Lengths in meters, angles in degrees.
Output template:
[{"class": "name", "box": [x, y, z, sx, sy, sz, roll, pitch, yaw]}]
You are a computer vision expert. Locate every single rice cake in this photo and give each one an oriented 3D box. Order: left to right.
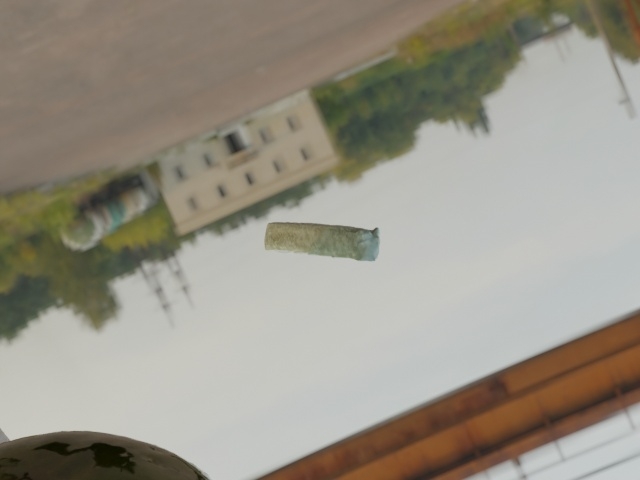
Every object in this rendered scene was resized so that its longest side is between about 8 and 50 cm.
[{"class": "rice cake", "box": [0.000, 0.000, 0.916, 0.022, 0.022, 0.121, -1, -177, -32]}]

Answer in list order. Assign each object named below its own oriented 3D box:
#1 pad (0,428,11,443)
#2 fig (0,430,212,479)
[{"class": "pad", "box": [-0.285, 0.274, 1.098, 0.002, 0.176, 0.266, -3, -133, 22]}, {"class": "fig", "box": [-0.095, 0.202, 0.607, 0.195, 0.244, 0.195, -19, -158, 8]}]
